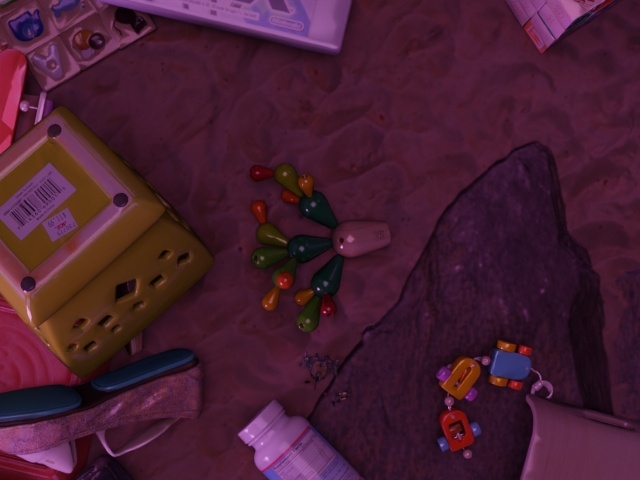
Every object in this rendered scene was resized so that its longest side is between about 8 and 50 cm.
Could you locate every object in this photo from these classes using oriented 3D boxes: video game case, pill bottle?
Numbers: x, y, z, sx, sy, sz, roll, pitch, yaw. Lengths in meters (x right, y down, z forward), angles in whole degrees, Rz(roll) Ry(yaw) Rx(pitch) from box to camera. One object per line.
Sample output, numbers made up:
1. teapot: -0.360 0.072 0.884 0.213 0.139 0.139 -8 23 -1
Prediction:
1. video game case: -0.102 -0.415 1.385 0.329 0.036 0.300 13 86 -1
2. pill bottle: -0.026 0.278 1.372 0.087 0.087 0.160 -44 89 -3

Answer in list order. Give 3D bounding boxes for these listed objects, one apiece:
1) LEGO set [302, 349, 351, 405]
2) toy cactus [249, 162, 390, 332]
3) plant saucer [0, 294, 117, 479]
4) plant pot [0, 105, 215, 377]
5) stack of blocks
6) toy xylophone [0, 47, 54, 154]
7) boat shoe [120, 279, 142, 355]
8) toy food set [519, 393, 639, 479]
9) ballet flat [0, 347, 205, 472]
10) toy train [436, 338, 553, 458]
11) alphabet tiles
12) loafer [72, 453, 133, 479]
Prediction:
1. LEGO set: 0.005 0.174 1.413 0.054 0.023 0.083 -18 101 0
2. toy cactus: 0.000 0.000 1.388 0.180 0.112 0.219 -10 79 -11
3. plant saucer: -0.408 0.177 1.389 0.259 0.048 0.258 13 87 -1
4. plant pot: -0.294 -0.008 1.283 0.228 0.207 0.227 -43 69 -8
5. stack of blocks: 0.343 -0.335 1.305 0.171 0.297 0.087 -33 89 -4
6. toy xylophone: -0.497 -0.127 1.384 0.322 0.081 0.236 3 88 -1
7. boat shoe: -0.231 0.079 1.396 0.045 0.050 0.135 -1 92 -24
8. toy food set: 0.323 0.368 1.385 0.219 0.092 0.306 16 88 -12
9. ballet flat: -0.284 0.221 1.327 0.316 0.107 0.106 -12 105 -22
10. toy train: 0.209 0.196 1.405 0.166 0.046 0.125 -27 104 -7
11. alphabet tiles: -0.376 -0.380 1.435 0.285 0.011 0.342 -31 88 -3
12. loafer: -0.358 0.383 1.361 0.302 0.109 0.095 -33 71 -4
